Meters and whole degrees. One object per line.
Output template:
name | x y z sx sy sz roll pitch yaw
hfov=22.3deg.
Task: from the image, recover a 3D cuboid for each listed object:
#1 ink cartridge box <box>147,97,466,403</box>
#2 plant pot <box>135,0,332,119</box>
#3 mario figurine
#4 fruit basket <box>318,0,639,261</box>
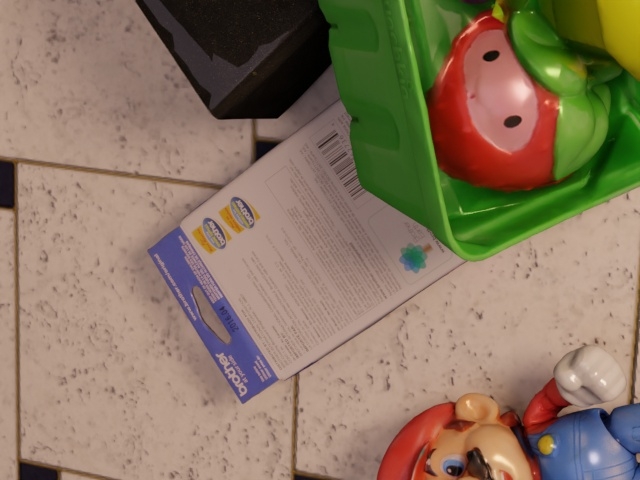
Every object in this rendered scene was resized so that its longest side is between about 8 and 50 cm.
ink cartridge box | 0.000 0.000 1.510 0.311 0.065 0.185 -35 85 25
plant pot | -0.051 -0.230 1.424 0.167 0.188 0.187 -36 85 16
mario figurine | 0.199 0.209 1.395 0.321 0.170 0.198 -8 64 19
fruit basket | 0.184 -0.190 1.233 0.392 0.283 0.392 34 136 41
